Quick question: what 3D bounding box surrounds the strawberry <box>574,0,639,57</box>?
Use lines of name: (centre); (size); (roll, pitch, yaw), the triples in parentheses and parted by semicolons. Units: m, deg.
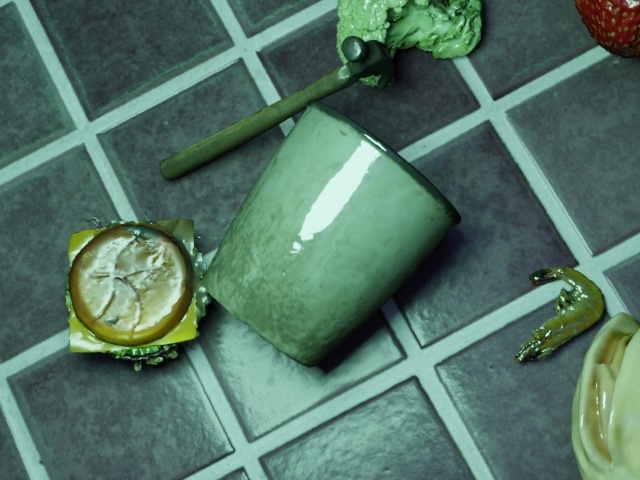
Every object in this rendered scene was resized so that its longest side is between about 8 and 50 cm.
strawberry: (0.505, -0.435, 1.714); (0.250, 0.238, 0.288); (19, 88, 15)

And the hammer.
hammer: (-0.080, -0.200, 1.715); (0.440, 0.168, 0.044); (-24, 76, 25)

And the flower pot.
flower pot: (0.000, 0.000, 1.631); (0.293, 0.293, 0.330); (38, 87, 14)

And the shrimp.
shrimp: (0.353, 0.108, 1.693); (0.178, 0.034, 0.124); (-33, 72, -4)

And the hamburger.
hamburger: (-0.289, 0.075, 1.716); (0.243, 0.138, 0.261); (-3, 76, 4)

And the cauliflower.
cauliflower: (0.154, -0.396, 1.776); (0.250, 0.275, 0.272); (27, 48, -23)

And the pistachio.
pistachio: (0.470, 0.253, 1.572); (0.193, 0.214, 0.318); (-12, 59, 47)
